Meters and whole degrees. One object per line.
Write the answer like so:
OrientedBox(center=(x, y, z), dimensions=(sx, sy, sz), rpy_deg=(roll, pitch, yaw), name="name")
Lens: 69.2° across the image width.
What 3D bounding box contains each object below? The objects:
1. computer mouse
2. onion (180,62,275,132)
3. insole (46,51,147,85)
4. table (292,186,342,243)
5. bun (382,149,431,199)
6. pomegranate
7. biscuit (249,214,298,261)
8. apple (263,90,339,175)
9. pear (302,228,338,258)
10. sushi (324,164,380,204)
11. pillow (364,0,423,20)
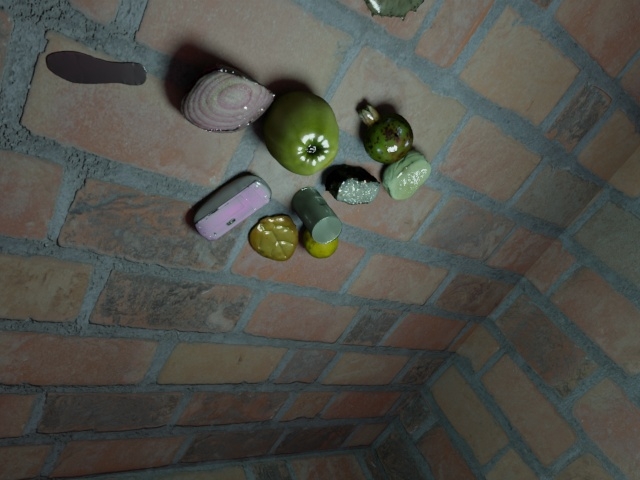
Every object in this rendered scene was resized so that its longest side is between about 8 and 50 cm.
OrientedBox(center=(-0.325, -0.124, 1.711), dimensions=(0.310, 0.072, 0.158), rpy_deg=(-36, 137, 3), name="computer mouse")
OrientedBox(center=(-0.302, -0.449, 1.430), dimensions=(0.247, 0.111, 0.250), rpy_deg=(-33, 152, 33), name="onion")
OrientedBox(center=(-0.617, -0.473, 1.293), dimensions=(0.253, 0.005, 0.086), rpy_deg=(-1, 129, -28), name="insole")
OrientedBox(center=(-0.017, -0.100, 1.799), dimensions=(0.126, 0.220, 0.126), rpy_deg=(-14, 131, -17), name="table")
OrientedBox(center=(0.350, -0.276, 1.938), dimensions=(0.221, 0.108, 0.221), rpy_deg=(-22, 141, -20), name="bun")
OrientedBox(center=(0.232, -0.397, 1.716), dimensions=(0.202, 0.202, 0.248), rpy_deg=(-42, 109, 9), name="pomegranate")
OrientedBox(center=(-0.182, -0.002, 1.919), dimensions=(0.202, 0.041, 0.260), rpy_deg=(-28, 134, -5), name="biscuit")
OrientedBox(center=(-0.063, -0.357, 1.543), dimensions=(0.279, 0.279, 0.279), rpy_deg=(-16, 133, -17), name="apple")
OrientedBox(center=(0.000, 0.000, 1.950), dimensions=(0.148, 0.149, 0.162), rpy_deg=(-32, 140, -1), name="pear")
OrientedBox(center=(0.124, -0.220, 1.843), dimensions=(0.225, 0.127, 0.124), rpy_deg=(-3, 128, -37), name="sushi")
OrientedBox(center=(0.230, -0.759, 1.490), dimensions=(0.241, 0.051, 0.093), rpy_deg=(-8, 125, -25), name="pillow")
